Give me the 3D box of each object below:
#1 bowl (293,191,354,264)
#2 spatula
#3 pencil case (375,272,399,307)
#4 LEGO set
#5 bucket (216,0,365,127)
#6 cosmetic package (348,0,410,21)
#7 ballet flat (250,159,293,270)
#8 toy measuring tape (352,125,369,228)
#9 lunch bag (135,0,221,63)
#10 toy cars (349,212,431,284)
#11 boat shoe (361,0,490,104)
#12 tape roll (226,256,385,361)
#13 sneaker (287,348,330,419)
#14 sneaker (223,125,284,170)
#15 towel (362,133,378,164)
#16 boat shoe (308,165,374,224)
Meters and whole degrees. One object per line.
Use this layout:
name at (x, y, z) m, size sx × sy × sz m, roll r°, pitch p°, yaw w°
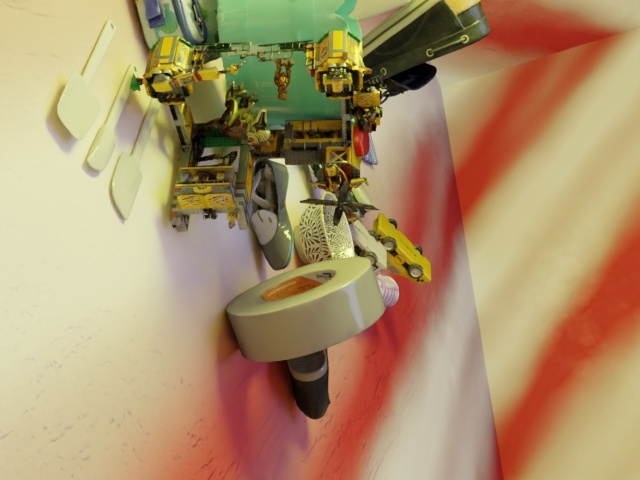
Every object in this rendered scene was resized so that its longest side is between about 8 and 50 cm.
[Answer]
bowl at (0.000, 0.000, 1.551) m, size 0.170 × 0.080 × 0.170 m, roll -15°, pitch 90°, yaw -72°
spatula at (-0.250, -0.163, 1.009) m, size 0.242 × 0.019 × 0.168 m, roll -85°, pitch 153°, yaw -47°
pencil case at (0.109, 0.107, 1.795) m, size 0.206 × 0.086 × 0.088 m, roll 16°, pitch 57°, yaw -70°
LEGO set at (-0.079, -0.126, 1.057) m, size 0.255 × 0.331 × 0.192 m, roll 97°, pitch -4°, yaw -52°
bucket at (-0.036, -0.297, 1.215) m, size 0.281 × 0.183 × 0.281 m, roll -4°, pitch 90°, yaw -82°
cosmetic package at (-0.001, -0.600, 1.618) m, size 0.394 × 0.329 × 0.327 m, roll -63°, pitch 136°, yaw -64°
ballet flat at (-0.089, -0.047, 1.366) m, size 0.068 × 0.072 × 0.213 m, roll 24°, pitch 47°, yaw -34°
toy measuring tape at (0.065, -0.170, 1.860) m, size 0.121 × 0.121 × 0.330 m, roll -81°, pitch 160°, yaw -52°
lunch bag at (-0.208, -0.367, 1.192) m, size 0.176 × 0.090 × 0.219 m, roll -17°, pitch 91°, yaw -70°
toy cars at (0.113, 0.016, 1.826) m, size 0.393 × 0.087 × 0.176 m, roll 17°, pitch 42°, yaw -54°
boat shoe at (0.155, -0.376, 1.729) m, size 0.156 × 0.500 × 0.187 m, roll 54°, pitch 49°, yaw -7°
tape roll at (-0.021, 0.095, 1.176) m, size 0.219 × 0.219 × 0.072 m, roll -49°, pitch 124°, yaw -69°
sneaker at (-0.027, 0.183, 1.360) m, size 0.222 × 0.083 × 0.118 m, roll -92°, pitch 179°, yaw -53°
sneaker at (-0.121, -0.216, 1.367) m, size 0.151 × 0.094 × 0.256 m, roll 53°, pitch 33°, yaw -7°
towel at (0.086, -0.339, 2.164) m, size 0.336 × 0.040 × 0.243 m, roll 11°, pitch 66°, yaw -71°
boat shoe at (0.019, -0.146, 1.690) m, size 0.254 × 0.079 × 0.095 m, roll 59°, pitch 13°, yaw 15°
